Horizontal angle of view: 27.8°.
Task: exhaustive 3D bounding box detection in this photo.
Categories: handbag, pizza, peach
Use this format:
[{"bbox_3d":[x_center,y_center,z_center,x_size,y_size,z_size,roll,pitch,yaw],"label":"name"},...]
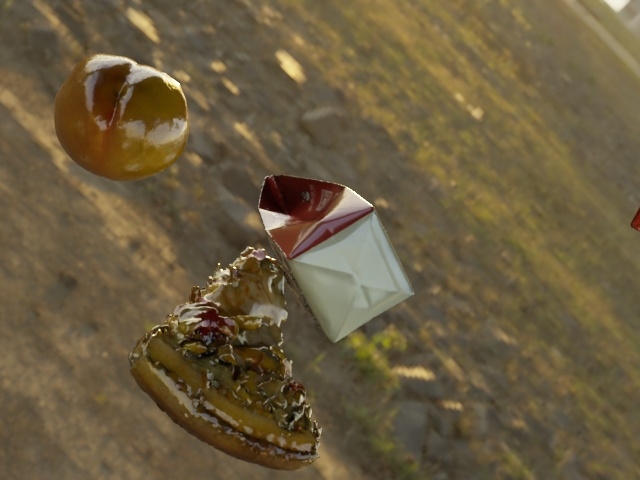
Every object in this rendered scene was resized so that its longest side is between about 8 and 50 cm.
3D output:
[{"bbox_3d":[0.000,0.000,1.888,0.171,0.151,0.298,63,-7,-28],"label":"handbag"},{"bbox_3d":[-0.075,0.148,1.520,0.251,0.074,0.287,53,41,-10],"label":"pizza"},{"bbox_3d":[-0.205,-0.124,1.323,0.138,0.138,0.138,40,18,-16],"label":"peach"}]

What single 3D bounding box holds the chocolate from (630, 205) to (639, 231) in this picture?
[{"bbox_3d":[0.536,-0.066,1.559,0.235,0.237,0.108,30,22,4],"label":"chocolate"}]
